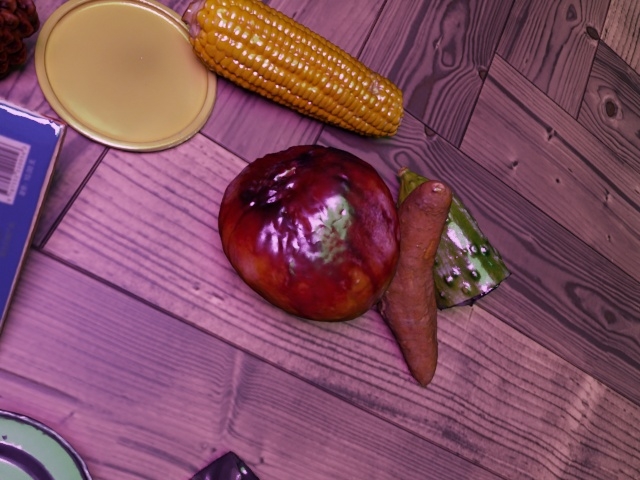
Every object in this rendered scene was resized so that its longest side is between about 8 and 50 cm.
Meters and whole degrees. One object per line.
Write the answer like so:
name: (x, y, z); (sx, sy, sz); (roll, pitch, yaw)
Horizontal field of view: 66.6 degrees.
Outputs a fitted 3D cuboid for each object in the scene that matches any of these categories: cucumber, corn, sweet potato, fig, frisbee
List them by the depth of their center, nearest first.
fig: (-0.004, -0.006, 0.654); (0.263, 0.224, 0.224); (43, 67, -12)
frisbee: (-0.262, -0.234, 0.677); (0.235, 0.017, 0.236); (4, 79, -23)
corn: (-0.028, -0.252, 0.731); (0.363, 0.120, 0.121); (21, 73, -26)
sweet potato: (0.133, 0.066, 0.740); (0.092, 0.114, 0.342); (-23, 122, -40)
cucumber: (0.195, -0.016, 0.798); (0.134, 0.134, 0.244); (-29, 85, -26)

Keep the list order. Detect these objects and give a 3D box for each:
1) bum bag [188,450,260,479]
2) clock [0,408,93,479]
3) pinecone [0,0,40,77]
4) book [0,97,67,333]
bum bag: (-0.053, 0.427, 0.604); (0.340, 0.095, 0.144); (44, 69, 3)
clock: (-0.380, 0.312, 0.498); (0.280, 0.055, 0.281); (6, 78, -27)
pinecone: (-0.421, -0.269, 0.518); (0.207, 0.207, 0.208); (4, 79, -24)
book: (-0.505, -0.054, 0.452); (0.427, 0.039, 0.300); (20, 101, -21)
